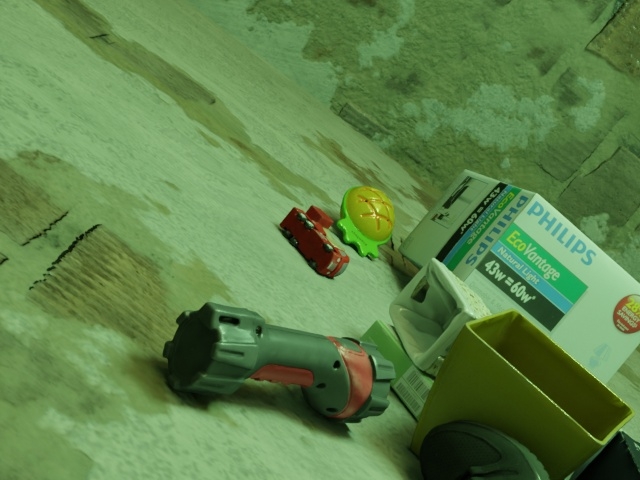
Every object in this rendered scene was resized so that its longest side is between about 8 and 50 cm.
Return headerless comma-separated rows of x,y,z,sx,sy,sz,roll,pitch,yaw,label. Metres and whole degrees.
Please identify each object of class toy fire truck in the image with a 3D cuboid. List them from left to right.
0.000,0.000,1.839,0.135,0.047,0.192,23,20,-50,toy fire truck

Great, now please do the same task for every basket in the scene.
0.185,0.123,1.536,0.103,0.113,0.167,34,15,-25,basket

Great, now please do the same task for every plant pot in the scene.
0.241,0.233,1.359,0.212,0.187,0.212,43,19,19,plant pot

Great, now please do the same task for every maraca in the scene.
0.089,-0.038,2.103,0.127,0.099,0.185,39,38,-11,maraca

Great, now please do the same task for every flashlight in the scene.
-0.041,0.143,1.168,0.304,0.103,0.103,15,60,-49,flashlight

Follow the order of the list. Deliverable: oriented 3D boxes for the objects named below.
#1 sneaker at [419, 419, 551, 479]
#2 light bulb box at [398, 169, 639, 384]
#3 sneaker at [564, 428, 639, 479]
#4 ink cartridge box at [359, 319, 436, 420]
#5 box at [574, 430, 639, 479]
0.192,0.308,1.148,0.140,0.125,0.341,22,18,-36,sneaker
0.388,0.073,2.022,0.358,0.225,0.361,39,1,-16,light bulb box
0.473,0.368,1.666,0.127,0.126,0.321,39,11,32,sneaker
0.180,0.211,1.583,0.235,0.056,0.171,25,18,-48,ink cartridge box
0.457,0.444,1.256,0.343,0.179,0.312,38,14,-2,box
